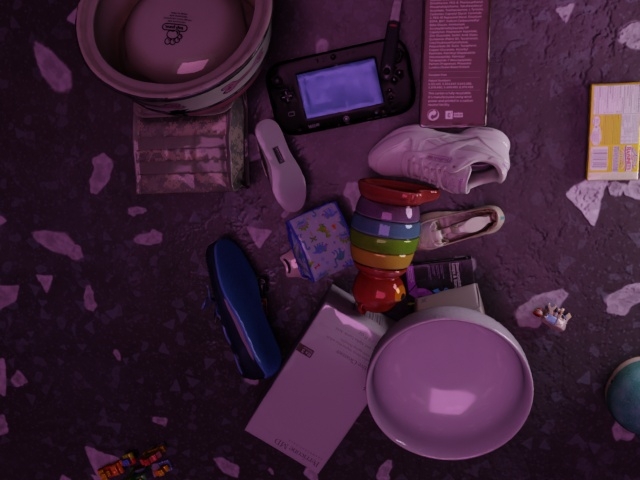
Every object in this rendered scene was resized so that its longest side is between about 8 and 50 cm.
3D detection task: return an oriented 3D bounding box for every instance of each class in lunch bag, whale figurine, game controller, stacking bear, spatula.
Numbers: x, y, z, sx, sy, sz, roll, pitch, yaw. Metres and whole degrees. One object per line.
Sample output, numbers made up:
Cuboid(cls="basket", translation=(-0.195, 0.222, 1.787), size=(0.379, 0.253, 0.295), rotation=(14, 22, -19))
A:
Cuboid(cls="lunch bag", translation=(0.000, 0.000, 1.595), size=(0.129, 0.096, 0.151), rotation=(-25, 109, -18))
Cuboid(cls="whale figurine", translation=(0.774, 0.372, 1.555), size=(0.272, 0.141, 0.216), rotation=(24, 105, 2))
Cuboid(cls="lunch bag", translation=(-0.286, -0.250, 1.570), size=(0.235, 0.169, 0.286), rotation=(0, 97, 9))
Cuboid(cls="game controller", translation=(0.044, -0.334, 1.545), size=(0.319, 0.067, 0.166), rotation=(-10, 101, 12))
Cuboid(cls="stacking bear", translation=(0.140, 0.019, 1.532), size=(0.164, 0.175, 0.288), rotation=(15, 105, 27))
Cuboid(cls="spatula", translation=(0.157, -0.476, 1.476), size=(0.084, 0.030, 0.296), rotation=(9, 80, 8))

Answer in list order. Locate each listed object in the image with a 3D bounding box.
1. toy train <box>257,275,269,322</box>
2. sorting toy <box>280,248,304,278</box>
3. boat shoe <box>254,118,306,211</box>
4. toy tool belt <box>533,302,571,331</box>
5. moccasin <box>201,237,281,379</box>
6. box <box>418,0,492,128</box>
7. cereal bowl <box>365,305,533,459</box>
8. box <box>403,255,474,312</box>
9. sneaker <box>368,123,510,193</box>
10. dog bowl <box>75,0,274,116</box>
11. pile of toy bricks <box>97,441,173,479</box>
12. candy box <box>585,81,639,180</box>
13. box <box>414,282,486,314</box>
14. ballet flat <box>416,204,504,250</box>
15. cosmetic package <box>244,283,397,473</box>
Cuboid(cls="toy train", translation=(-0.140, 0.165, 1.708), size=(0.027, 0.036, 0.158), rotation=(3, 104, 9))
Cuboid(cls="sorting toy", translation=(-0.056, 0.053, 1.668), size=(0.075, 0.045, 0.083), rotation=(-17, 99, 20))
Cuboid(cls="boat shoe", translation=(-0.092, -0.170, 1.606), size=(0.078, 0.070, 0.219), rotation=(-19, 95, -9))
Cuboid(cls="toy tool belt", translation=(0.527, 0.167, 1.600), size=(0.083, 0.052, 0.051), rotation=(35, 75, -4))
Cuboid(cls="moccasin", translation=(-0.210, 0.169, 1.651), size=(0.117, 0.138, 0.341), rotation=(-25, 78, 37))
Cuboid(cls="box", translation=(0.271, -0.426, 1.424), size=(0.143, 0.191, 0.381), rotation=(0, 104, 9))
Cuboid(cls="cereal bowl", translation=(0.264, 0.279, 1.466), size=(0.339, 0.141, 0.338), rotation=(3, 113, 8))
Cuboid(cls="box", translation=(0.276, 0.103, 1.630), size=(0.162, 0.029, 0.116), rotation=(-8, 102, 9))
Cuboid(cls="sneaker", translation=(0.251, -0.170, 1.501), size=(0.305, 0.152, 0.114), rotation=(-3, 136, 11))
Cuboid(cls="dog bowl", translation=(-0.283, -0.439, 1.457), size=(0.408, 0.150, 0.407), rotation=(-2, 73, 7))
Cuboid(cls="pile of toy bricks", translation=(-0.490, 0.620, 1.838), size=(0.212, 0.105, 0.118), rotation=(-23, 99, 14))
Cuboid(cls="candy box", translation=(0.623, -0.230, 1.496), size=(0.105, 0.027, 0.205), rotation=(0, 103, 7))
Cuboid(cls="box", translation=(0.316, 0.237, 1.588), size=(0.149, 0.127, 0.232), rotation=(-17, 109, 14))
Cuboid(cls="ballet flat", translation=(0.285, -0.027, 1.571), size=(0.249, 0.086, 0.086), rotation=(-16, 100, 13))
Cuboid(cls="cosmetic package", translation=(0.012, 0.324, 1.660), size=(0.217, 0.156, 0.384), rotation=(29, 105, 0))
